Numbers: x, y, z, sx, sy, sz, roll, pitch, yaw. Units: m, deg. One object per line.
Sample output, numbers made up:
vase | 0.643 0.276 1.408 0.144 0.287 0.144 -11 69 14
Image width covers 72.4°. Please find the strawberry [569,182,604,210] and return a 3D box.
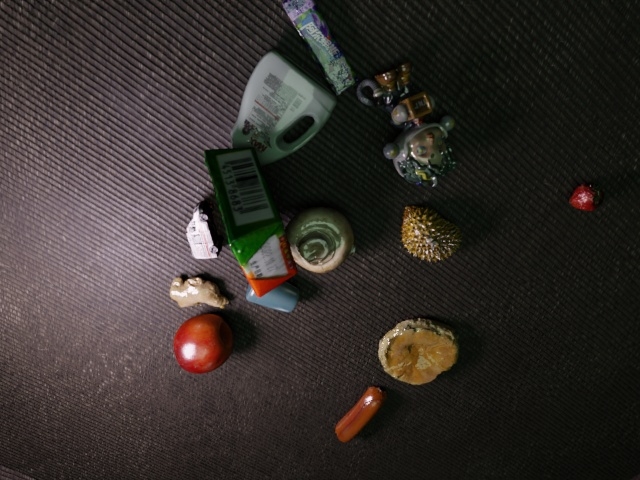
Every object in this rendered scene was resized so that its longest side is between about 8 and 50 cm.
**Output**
strawberry | 0.914 -0.150 1.505 0.106 0.106 0.106 0 116 -1

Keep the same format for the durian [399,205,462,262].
durian | 0.391 -0.003 1.546 0.249 0.138 0.183 29 104 -21

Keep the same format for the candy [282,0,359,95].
candy | 0.002 -0.579 1.290 0.088 0.061 0.312 -30 113 11

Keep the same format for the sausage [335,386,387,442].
sausage | 0.177 0.779 1.944 0.102 0.102 0.330 28 112 -14

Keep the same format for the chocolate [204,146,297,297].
chocolate | -0.207 -0.065 1.338 0.161 0.360 0.341 -20 148 -5

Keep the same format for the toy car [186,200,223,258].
toy car | -0.416 -0.037 1.535 0.108 0.089 0.210 -5 119 7

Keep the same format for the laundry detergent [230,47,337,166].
laundry detergent | -0.157 -0.352 1.365 0.264 0.125 0.398 34 112 -13

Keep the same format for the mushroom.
mushroom | 0.000 0.000 1.512 0.254 0.184 0.255 1 104 5

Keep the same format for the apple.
apple | -0.448 0.394 1.676 0.201 0.218 0.218 -21 115 11

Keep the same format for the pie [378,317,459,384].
pie | 0.403 0.457 1.795 0.339 0.083 0.340 -1 118 -2

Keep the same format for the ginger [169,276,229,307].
ginger | -0.455 0.198 1.658 0.213 0.074 0.138 7 125 0

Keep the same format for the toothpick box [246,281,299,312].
toothpick box | -0.175 0.197 1.638 0.184 0.120 0.120 24 113 -16

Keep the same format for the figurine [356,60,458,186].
figurine | 0.293 -0.346 1.348 0.261 0.186 0.382 -23 109 -2
